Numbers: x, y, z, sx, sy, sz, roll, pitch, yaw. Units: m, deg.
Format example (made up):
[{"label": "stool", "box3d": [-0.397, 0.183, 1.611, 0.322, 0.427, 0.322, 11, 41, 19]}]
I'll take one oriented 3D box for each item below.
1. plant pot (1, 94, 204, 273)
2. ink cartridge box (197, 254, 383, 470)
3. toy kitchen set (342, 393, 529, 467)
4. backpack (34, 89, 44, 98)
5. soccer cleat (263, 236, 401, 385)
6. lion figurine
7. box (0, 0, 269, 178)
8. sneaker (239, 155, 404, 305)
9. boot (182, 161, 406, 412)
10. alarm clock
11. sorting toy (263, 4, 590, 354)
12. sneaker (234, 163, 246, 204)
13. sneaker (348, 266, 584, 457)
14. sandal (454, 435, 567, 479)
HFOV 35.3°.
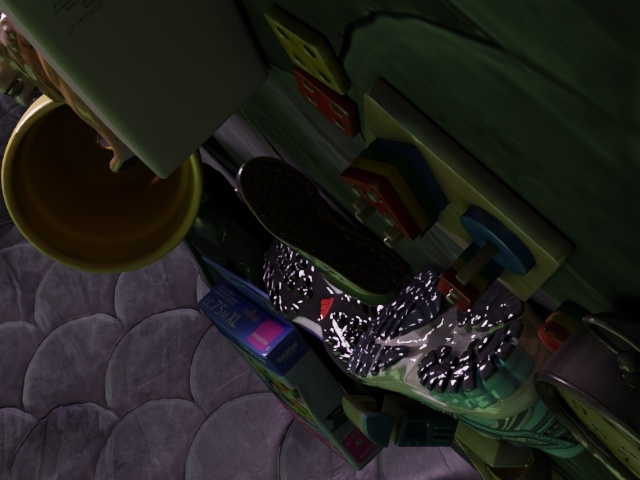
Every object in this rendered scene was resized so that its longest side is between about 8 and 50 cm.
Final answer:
[{"label": "plant pot", "box3d": [-0.293, -0.113, 1.384, 0.254, 0.254, 0.239, 46, -172, -22]}, {"label": "ink cartridge box", "box3d": [-0.049, 0.162, 1.326, 0.186, 0.065, 0.311, 29, 157, 51]}, {"label": "toy kitchen set", "box3d": [0.152, 0.174, 1.215, 0.207, 0.166, 0.122, 5, -165, -27]}, {"label": "backpack", "box3d": [-0.403, -0.281, 1.417, 0.158, 0.117, 0.173, 57, 177, -17]}, {"label": "soccer cleat", "box3d": [0.036, 0.071, 1.113, 0.116, 0.108, 0.318, 23, -169, -34]}, {"label": "lion figurine", "box3d": [-0.226, -0.201, 0.910, 0.240, 0.142, 0.392, 51, 160, 4]}, {"label": "box", "box3d": [-0.122, -0.144, 0.583, 0.094, 0.113, 0.275, 42, 173, 17]}, {"label": "sneaker", "box3d": [0.000, 0.000, 0.976, 0.192, 0.064, 0.086, 39, 168, 16]}, {"label": "boot", "box3d": [-0.012, 0.100, 1.493, 0.445, 0.146, 0.367, 34, 172, 33]}, {"label": "alarm clock", "box3d": [0.163, 0.082, 0.481, 0.129, 0.064, 0.192, 39, 174, 41]}, {"label": "sorting toy", "box3d": [0.059, -0.017, 0.566, 0.274, 0.046, 0.132, 43, 174, 10]}, {"label": "sneaker", "box3d": [-0.063, -0.053, 1.100, 0.089, 0.051, 0.170, 37, 176, 17]}, {"label": "sneaker", "box3d": [0.113, 0.104, 0.770, 0.122, 0.110, 0.283, 42, 175, -13]}, {"label": "sandal", "box3d": [0.251, 0.302, 1.311, 0.240, 0.088, 0.079, 47, -179, 17]}]
